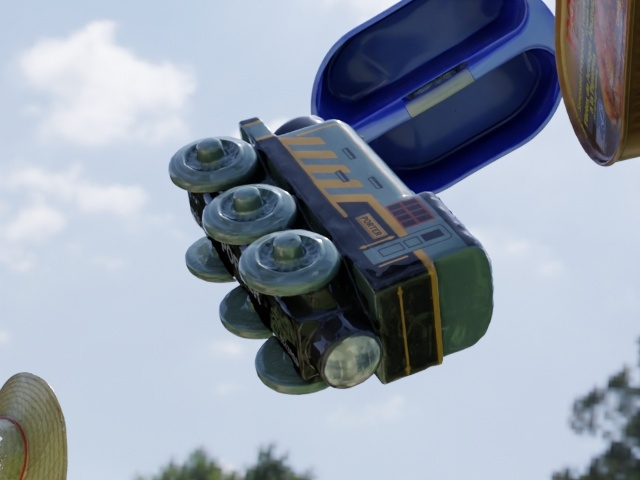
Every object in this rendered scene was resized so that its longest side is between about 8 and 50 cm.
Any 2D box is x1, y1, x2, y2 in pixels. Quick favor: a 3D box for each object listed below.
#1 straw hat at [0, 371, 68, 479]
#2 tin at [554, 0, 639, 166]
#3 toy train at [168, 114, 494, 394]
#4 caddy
[{"bbox_3d":[-0.250,0.163,1.104,0.061,0.145,0.144,6,-13,-38],"label":"straw hat"},{"bbox_3d":[0.165,-0.130,0.825,0.040,0.106,0.190,-15,-48,-10],"label":"tin"},{"bbox_3d":[0.000,0.000,1.214,0.190,0.334,0.142,-18,-55,-16],"label":"toy train"},{"bbox_3d":[0.150,-0.203,1.902,0.341,0.241,0.179,-31,13,9],"label":"caddy"}]
